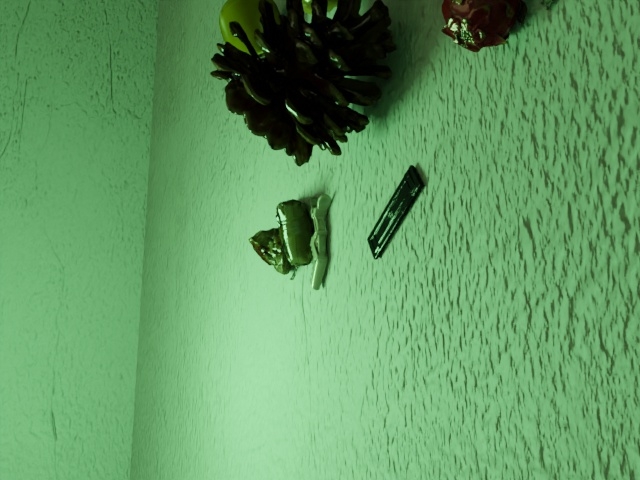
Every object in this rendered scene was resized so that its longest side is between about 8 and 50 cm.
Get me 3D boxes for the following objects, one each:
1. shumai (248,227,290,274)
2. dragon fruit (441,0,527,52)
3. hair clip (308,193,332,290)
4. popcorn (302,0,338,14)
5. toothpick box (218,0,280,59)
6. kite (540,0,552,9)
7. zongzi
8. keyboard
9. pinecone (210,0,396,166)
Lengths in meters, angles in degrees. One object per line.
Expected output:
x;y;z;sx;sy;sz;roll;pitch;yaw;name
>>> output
-0.120;0.022;1.909;0.139;0.105;0.123;-56;-32;-62;shumai
0.259;-0.380;1.214;0.136;0.133;0.166;-8;73;20;dragon fruit
0.000;0.000;1.742;0.072;0.034;0.226;-24;63;60;hair clip
-0.021;-0.650;1.738;0.332;0.225;0.265;-18;97;45;popcorn
-0.173;-0.541;2.078;0.175;0.175;0.271;-58;39;41;toothpick box
0.400;-0.511;1.077;0.406;0.014;0.369;59;136;51;kite
-0.056;-0.007;1.853;0.178;0.081;0.189;-88;-12;-88;zongzi
0.143;-0.053;1.485;0.204;0.013;0.061;-62;32;37;keyboard
-0.016;-0.370;1.547;0.384;0.384;0.385;-26;61;60;pinecone
